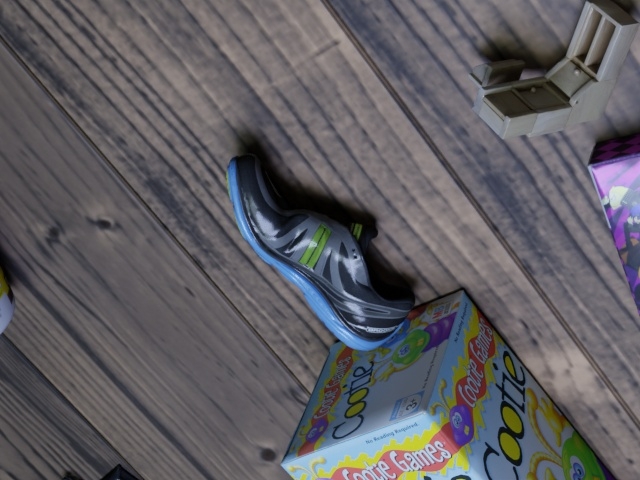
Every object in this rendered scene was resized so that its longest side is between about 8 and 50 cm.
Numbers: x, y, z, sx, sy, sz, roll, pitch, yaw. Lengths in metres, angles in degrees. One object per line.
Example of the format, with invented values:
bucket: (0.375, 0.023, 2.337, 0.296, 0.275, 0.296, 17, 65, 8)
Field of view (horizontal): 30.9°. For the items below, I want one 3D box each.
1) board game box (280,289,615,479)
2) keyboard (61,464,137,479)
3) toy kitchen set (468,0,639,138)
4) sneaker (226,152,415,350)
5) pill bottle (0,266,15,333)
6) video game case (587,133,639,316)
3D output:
board game box: (0.124, 0.201, 0.927, 0.142, 0.144, 0.275, -27, 113, 35)
keyboard: (-0.240, 0.293, 1.225, 0.108, 0.023, 0.180, 40, 129, -10)
toy kitchen set: (0.137, -0.117, 0.731, 0.068, 0.083, 0.075, 52, 143, 36)
sneaker: (0.000, 0.000, 0.885, 0.078, 0.067, 0.188, -40, 104, 17)
pill bottle: (-0.350, -0.005, 0.976, 0.117, 0.117, 0.215, -2, 125, 23)
video game case: (0.318, 0.009, 0.757, 0.232, 0.042, 0.210, -11, 114, 29)
